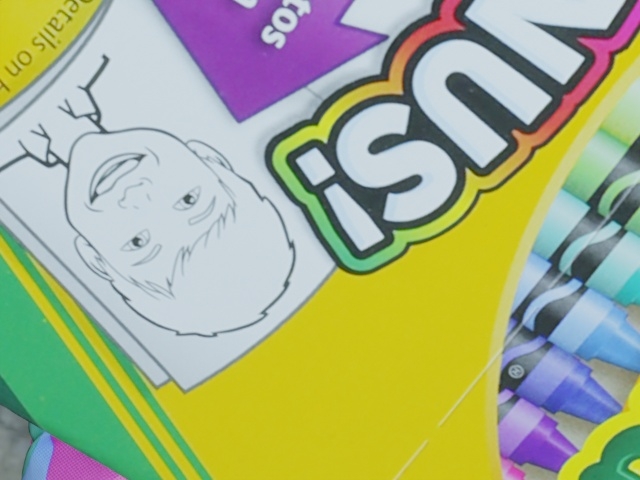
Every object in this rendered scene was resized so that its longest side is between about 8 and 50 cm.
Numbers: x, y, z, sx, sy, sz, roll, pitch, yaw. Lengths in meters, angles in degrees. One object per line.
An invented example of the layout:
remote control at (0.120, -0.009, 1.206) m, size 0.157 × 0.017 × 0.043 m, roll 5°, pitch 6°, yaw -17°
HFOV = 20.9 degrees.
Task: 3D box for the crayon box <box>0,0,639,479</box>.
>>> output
crayon box at (0.047, -0.076, 0.482) m, size 0.313 × 0.106 × 0.363 m, roll 32°, pitch 116°, yaw -7°

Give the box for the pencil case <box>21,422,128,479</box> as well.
pencil case at (-0.077, 0.167, 0.597) m, size 0.104 × 0.104 × 0.236 m, roll 9°, pitch 78°, yaw 14°
